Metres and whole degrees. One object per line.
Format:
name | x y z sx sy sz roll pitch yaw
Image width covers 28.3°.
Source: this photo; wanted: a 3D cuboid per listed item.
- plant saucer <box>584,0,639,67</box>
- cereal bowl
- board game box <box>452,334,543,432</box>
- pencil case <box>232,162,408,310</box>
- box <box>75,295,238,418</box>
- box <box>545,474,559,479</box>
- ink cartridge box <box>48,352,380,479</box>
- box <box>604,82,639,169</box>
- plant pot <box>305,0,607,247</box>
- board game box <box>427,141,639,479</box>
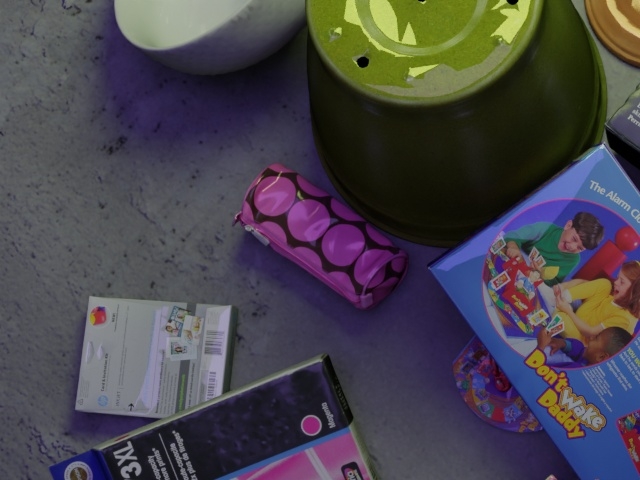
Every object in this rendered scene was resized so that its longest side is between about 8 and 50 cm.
plant saucer | 0.419 -0.303 1.527 0.200 0.037 0.200 -2 78 11
cereal bowl | -0.088 -0.343 1.555 0.339 0.141 0.339 -23 51 32
board game box | 0.232 0.136 1.458 0.133 0.033 0.169 40 93 25
pencil case | 0.000 0.000 1.521 0.209 0.095 0.098 33 51 18
box | -0.201 0.146 1.557 0.186 0.038 0.145 3 79 11
box | 0.249 0.413 1.363 0.213 0.117 0.243 43 90 17
ink cartridge box | -0.129 0.281 1.482 0.371 0.069 0.176 -23 90 8
box | 0.539 -0.136 1.366 0.343 0.179 0.312 39 97 14
plant pot | 0.133 -0.205 1.401 0.366 0.353 0.367 -2 78 11
board game box | 0.311 0.101 1.387 0.233 0.078 0.347 -35 89 4
